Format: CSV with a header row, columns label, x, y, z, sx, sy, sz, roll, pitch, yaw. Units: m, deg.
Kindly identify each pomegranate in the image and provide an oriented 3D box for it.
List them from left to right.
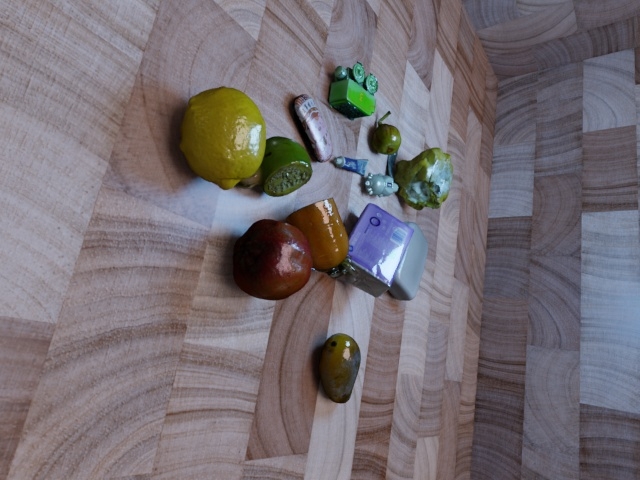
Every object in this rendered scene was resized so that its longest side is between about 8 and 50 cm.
label,x,y,z,sx,sy,sz,roll,pitch,yaw
pomegranate,-0.156,-0.240,1.369,0.159,0.240,0.190,62,6,21

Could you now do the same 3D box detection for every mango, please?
label,x,y,z,sx,sy,sz,roll,pitch,yaw
mango,0.076,0.509,1.649,0.192,0.146,0.316,-29,126,-48

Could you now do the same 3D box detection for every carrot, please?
label,x,y,z,sx,sy,sz,roll,pitch,yaw
carrot,0.000,0.000,1.519,0.193,0.214,0.331,-26,110,-10

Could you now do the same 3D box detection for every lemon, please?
label,x,y,z,sx,sy,sz,roll,pitch,yaw
lemon,-0.263,-0.282,1.156,0.233,0.233,0.288,0,91,-53

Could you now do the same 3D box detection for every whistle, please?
label,x,y,z,sx,sy,sz,roll,pitch,yaw
whistle,0.285,-0.259,1.973,0.253,0.106,0.102,-2,121,-46

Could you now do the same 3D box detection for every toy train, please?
label,x,y,z,sx,sy,sz,roll,pitch,yaw
toy train,0.144,-0.627,1.783,0.243,0.132,0.188,13,83,-49

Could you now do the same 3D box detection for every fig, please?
label,x,y,z,sx,sy,sz,roll,pitch,yaw
fig,0.302,-0.500,1.992,0.142,0.148,0.186,-14,62,-38

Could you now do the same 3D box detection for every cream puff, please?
label,x,y,z,sx,sy,sz,roll,pitch,yaw
cream puff,0.526,-0.335,2.145,0.274,0.269,0.323,-48,137,-20

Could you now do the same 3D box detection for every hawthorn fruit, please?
label,x,y,z,sx,sy,sz,roll,pitch,yaw
hawthorn fruit,-0.118,0.067,1.306,0.300,0.254,0.254,16,76,-39

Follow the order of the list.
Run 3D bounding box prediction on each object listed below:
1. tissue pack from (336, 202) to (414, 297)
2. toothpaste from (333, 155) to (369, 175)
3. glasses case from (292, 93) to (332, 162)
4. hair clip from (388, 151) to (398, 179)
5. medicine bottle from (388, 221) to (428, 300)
label,x,y,z,sx,sy,sz,roll,pitch,yaw
tissue pack,0.218,0.043,1.766,0.242,0.160,0.338,32,55,0
toothpaste,0.137,-0.330,1.831,0.268,0.047,0.069,-3,79,-56
glasses case,-0.027,-0.422,1.597,0.103,0.067,0.267,-56,131,-39
hair clip,0.364,-0.394,2.134,0.066,0.036,0.229,43,50,-49
medicine bottle,0.437,0.104,2.140,0.282,0.123,0.375,50,50,-41
